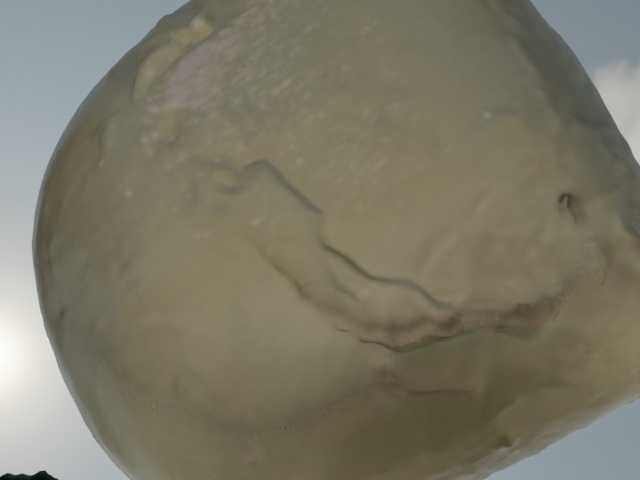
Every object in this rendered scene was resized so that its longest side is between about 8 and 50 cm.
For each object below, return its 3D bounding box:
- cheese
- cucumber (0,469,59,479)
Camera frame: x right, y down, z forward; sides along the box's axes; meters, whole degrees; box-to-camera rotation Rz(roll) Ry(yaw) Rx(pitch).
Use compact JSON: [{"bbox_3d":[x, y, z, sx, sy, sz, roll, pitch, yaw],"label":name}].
[{"bbox_3d":[0.000,0.000,0.504,0.189,0.198,0.154,-27,-29,-7],"label":"cheese"},{"bbox_3d":[-0.146,0.192,0.879,0.062,0.116,0.115,-45,-51,-24],"label":"cucumber"}]
